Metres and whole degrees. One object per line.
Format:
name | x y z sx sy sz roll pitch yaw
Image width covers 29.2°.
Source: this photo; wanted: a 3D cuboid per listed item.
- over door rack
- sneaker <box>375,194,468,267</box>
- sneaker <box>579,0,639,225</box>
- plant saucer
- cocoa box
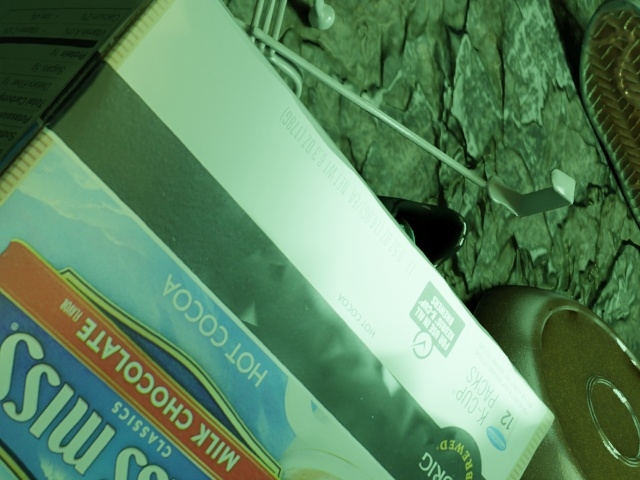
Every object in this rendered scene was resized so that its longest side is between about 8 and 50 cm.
over door rack | 0.060 -0.174 0.961 0.324 0.108 0.240 23 64 -23
sneaker | 0.000 0.000 0.886 0.267 0.106 0.101 -11 93 -49
sneaker | 0.367 -0.148 1.351 0.121 0.108 0.302 -53 131 -41
plant saucer | 0.249 0.170 1.107 0.310 0.050 0.311 34 39 -32
cocoa box | -0.092 0.064 0.636 0.347 0.231 0.228 49 66 -32
